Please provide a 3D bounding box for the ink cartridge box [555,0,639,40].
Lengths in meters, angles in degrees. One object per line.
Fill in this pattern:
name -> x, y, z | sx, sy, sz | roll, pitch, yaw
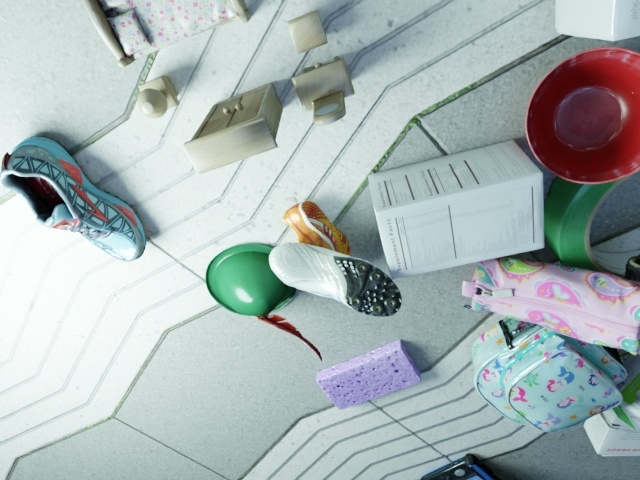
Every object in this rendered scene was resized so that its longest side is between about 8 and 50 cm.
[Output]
ink cartridge box -> 0.486, -0.409, 0.512 | 0.394, 0.166, 0.286 | -10, 117, 7

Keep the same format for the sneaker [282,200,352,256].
sneaker -> 0.000, 0.000, 0.865 | 0.067, 0.064, 0.175 | -18, 120, 38

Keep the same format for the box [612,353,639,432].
box -> 0.709, 0.270, 0.872 | 0.262, 0.231, 0.127 | -44, 116, -3

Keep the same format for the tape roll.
tape roll -> 0.552, -0.050, 0.808 | 0.320, 0.077, 0.322 | 0, 124, 1

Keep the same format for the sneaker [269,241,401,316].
sneaker -> 0.027, 0.062, 0.805 | 0.237, 0.086, 0.085 | 20, 89, 19

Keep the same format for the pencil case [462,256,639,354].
pencil case -> 0.393, 0.098, 0.808 | 0.283, 0.124, 0.124 | 14, 128, 29

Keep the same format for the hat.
hat -> -0.124, 0.122, 0.859 | 0.208, 0.184, 0.173 | -19, 120, 13

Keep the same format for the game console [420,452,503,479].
game console -> 0.447, 0.703, 1.238 | 0.250, 0.173, 0.293 | -38, 115, 22

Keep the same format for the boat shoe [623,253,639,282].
boat shoe -> 0.536, 0.047, 0.798 | 0.049, 0.056, 0.152 | 31, 115, -5

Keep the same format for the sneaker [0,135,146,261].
sneaker -> -0.411, -0.041, 0.792 | 0.104, 0.125, 0.262 | -33, 117, 21

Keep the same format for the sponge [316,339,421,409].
sponge -> 0.107, 0.304, 1.067 | 0.210, 0.031, 0.117 | -25, 119, 16

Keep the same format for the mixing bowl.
mixing bowl -> 0.394, -0.178, 0.697 | 0.181, 0.098, 0.182 | 5, 104, 20

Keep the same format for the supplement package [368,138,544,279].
supplement package -> 0.212, -0.051, 0.775 | 0.243, 0.134, 0.139 | -12, 122, 8

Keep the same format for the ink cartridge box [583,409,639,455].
ink cartridge box -> 0.711, 0.390, 1.084 | 0.148, 0.086, 0.203 | 1, 123, 0

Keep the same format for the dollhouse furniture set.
dollhouse furniture set -> -0.150, -0.291, 0.601 | 0.303, 0.174, 0.356 | -16, 122, 10

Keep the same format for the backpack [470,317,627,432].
backpack -> 0.434, 0.254, 0.946 | 0.225, 0.191, 0.253 | 41, 123, -13
